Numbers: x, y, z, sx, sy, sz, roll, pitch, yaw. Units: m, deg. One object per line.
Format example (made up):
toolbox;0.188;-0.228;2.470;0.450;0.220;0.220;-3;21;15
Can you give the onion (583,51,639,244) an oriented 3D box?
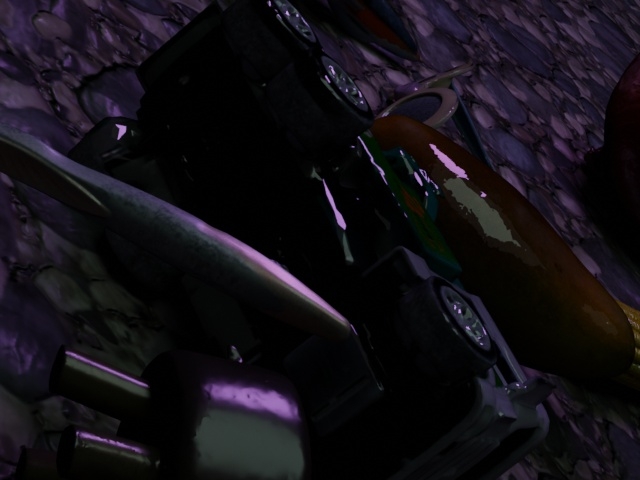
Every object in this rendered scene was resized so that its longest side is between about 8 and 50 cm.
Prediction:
onion;0.387;-0.090;1.653;0.272;0.195;0.272;1;89;-47

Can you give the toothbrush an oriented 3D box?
toothbrush;-0.150;-0.041;0.785;0.375;0.028;0.037;28;29;3

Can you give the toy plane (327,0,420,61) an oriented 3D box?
toy plane;-0.002;-0.276;1.405;0.326;0.104;0.223;33;-1;-33

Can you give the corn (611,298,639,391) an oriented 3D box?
corn;0.262;0.090;1.299;0.165;0.063;0.085;24;9;-40

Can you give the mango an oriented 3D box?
mango;0.124;0.016;1.139;0.267;0.111;0.133;42;9;-4

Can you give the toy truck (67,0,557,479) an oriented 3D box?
toy truck;-0.003;0.000;0.905;0.178;0.176;0.363;28;28;-52

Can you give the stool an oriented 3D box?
stool;-0.067;0.136;0.664;0.121;0.125;0.217;12;56;-23

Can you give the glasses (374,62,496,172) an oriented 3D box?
glasses;0.149;-0.062;1.327;0.220;0.088;0.189;43;24;-6
